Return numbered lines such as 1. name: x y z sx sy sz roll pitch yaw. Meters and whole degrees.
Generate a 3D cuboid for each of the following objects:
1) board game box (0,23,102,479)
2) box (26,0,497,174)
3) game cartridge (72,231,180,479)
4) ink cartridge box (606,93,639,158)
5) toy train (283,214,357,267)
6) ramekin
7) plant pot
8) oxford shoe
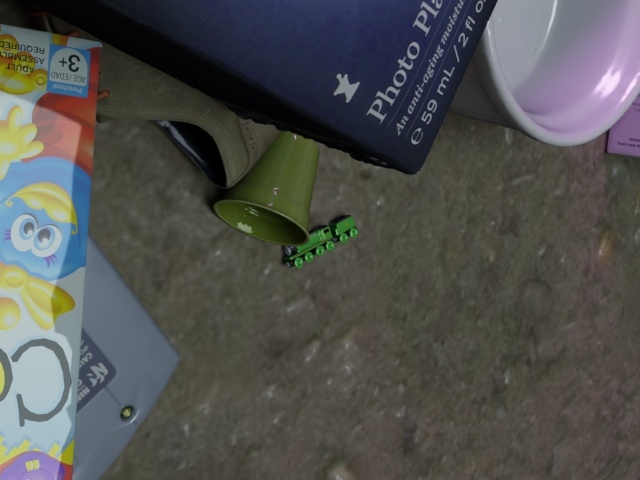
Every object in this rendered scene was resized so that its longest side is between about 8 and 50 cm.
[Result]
1. board game box: -0.222 0.023 0.541 0.142 0.144 0.275 5 86 -29
2. box: -0.029 -0.229 0.498 0.294 0.183 0.296 22 93 -46
3. game cartridge: -0.245 0.132 0.665 0.294 0.060 0.196 -44 121 -23
4. ink cartridge box: 0.454 -0.229 1.111 0.197 0.114 0.272 -3 104 -38
5. toy train: 0.000 0.000 0.857 0.083 0.017 0.023 -28 107 -32
6. ramekin: 0.192 -0.232 0.876 0.277 0.135 0.277 -13 109 -39
7. plant pot: -0.036 -0.048 0.784 0.083 0.083 0.079 35 65 -39
8. oxford shoe: -0.142 -0.148 0.637 0.348 0.123 0.130 33 82 -39
